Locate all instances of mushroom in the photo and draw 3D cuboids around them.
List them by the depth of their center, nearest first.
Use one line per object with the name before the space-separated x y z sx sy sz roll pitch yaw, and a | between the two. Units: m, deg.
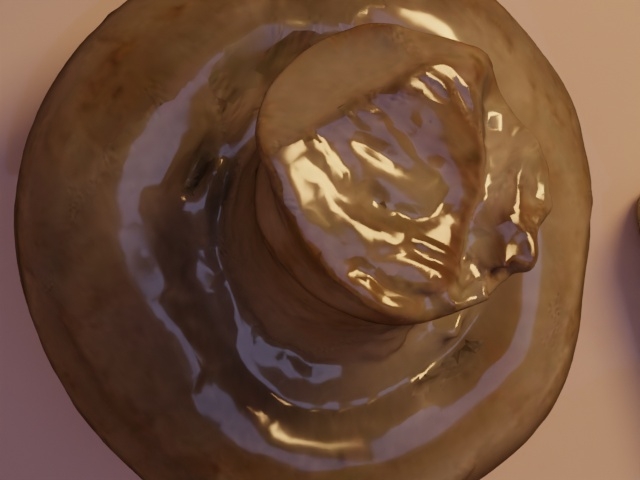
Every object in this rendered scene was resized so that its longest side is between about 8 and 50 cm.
mushroom | 0.000 0.000 0.863 0.297 0.290 0.297 0 92 -8

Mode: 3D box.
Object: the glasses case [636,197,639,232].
glasses case | 0.284 0.101 1.024 0.131 0.070 0.313 -17 95 -7
